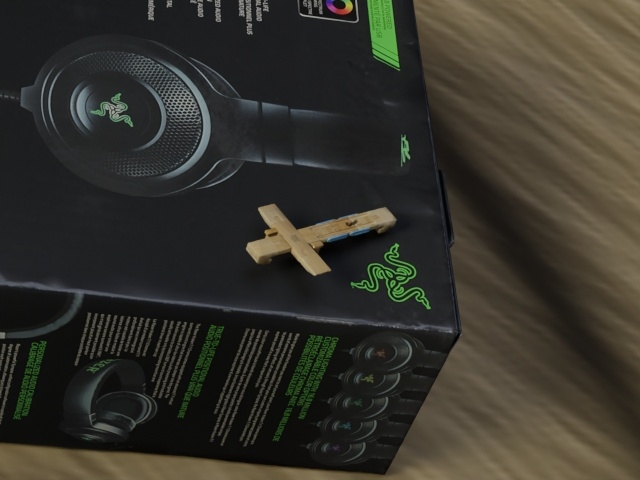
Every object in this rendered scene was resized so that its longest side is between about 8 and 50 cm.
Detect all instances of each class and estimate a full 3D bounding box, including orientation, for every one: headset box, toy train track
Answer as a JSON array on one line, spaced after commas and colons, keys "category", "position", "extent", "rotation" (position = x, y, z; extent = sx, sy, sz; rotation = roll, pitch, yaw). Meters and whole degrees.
[{"category": "headset box", "position": [-0.072, -0.021, 0.996], "extent": [0.283, 0.131, 0.246], "rotation": [7, 49, -13]}, {"category": "toy train track", "position": [0.000, 0.000, 0.906], "extent": [0.083, 0.014, 0.048], "rotation": [-15, 51, -35]}]
